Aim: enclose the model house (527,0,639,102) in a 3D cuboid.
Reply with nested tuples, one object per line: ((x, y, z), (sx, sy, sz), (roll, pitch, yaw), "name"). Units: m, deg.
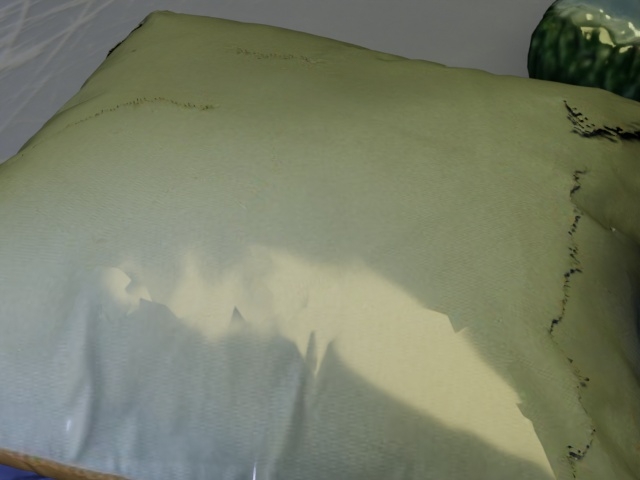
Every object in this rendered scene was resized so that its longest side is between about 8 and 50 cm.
((0.250, -0.220, 0.599), (0.185, 0.291, 0.253), (22, 42, 30), "model house")

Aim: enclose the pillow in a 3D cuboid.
((0.000, 0.000, 0.433), (0.310, 0.119, 0.312), (15, 39, 9), "pillow")
